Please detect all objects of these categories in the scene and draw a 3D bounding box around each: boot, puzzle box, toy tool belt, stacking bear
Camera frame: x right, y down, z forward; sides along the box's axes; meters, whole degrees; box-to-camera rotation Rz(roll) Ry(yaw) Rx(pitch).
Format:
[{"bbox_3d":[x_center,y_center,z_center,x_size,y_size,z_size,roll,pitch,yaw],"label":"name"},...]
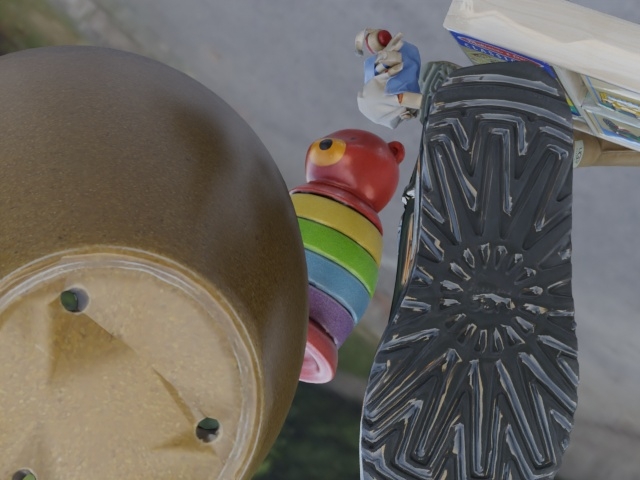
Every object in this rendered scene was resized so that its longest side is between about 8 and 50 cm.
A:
[{"bbox_3d":[0.269,-0.133,1.686,0.269,0.089,0.236,-7,-145,-42],"label":"boot"},{"bbox_3d":[0.110,0.075,1.251,0.146,0.367,0.445,13,172,-1],"label":"boot"},{"bbox_3d":[0.316,-0.094,1.195,0.409,0.052,0.272,22,178,20],"label":"puzzle box"},{"bbox_3d":[0.059,-0.131,1.144,0.052,0.083,0.051,15,153,-38],"label":"toy tool belt"},{"bbox_3d":[0.000,0.000,1.708,0.175,0.289,0.164,5,152,42],"label":"stacking bear"}]

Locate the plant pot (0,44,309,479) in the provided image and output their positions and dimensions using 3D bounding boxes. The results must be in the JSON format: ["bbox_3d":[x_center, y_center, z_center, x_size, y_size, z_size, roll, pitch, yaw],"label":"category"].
[{"bbox_3d":[-0.100,0.037,0.650,0.237,0.237,0.254,40,179,-14],"label":"plant pot"}]
